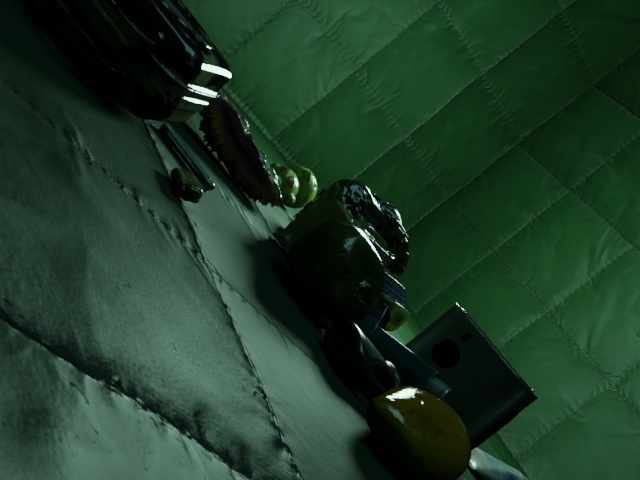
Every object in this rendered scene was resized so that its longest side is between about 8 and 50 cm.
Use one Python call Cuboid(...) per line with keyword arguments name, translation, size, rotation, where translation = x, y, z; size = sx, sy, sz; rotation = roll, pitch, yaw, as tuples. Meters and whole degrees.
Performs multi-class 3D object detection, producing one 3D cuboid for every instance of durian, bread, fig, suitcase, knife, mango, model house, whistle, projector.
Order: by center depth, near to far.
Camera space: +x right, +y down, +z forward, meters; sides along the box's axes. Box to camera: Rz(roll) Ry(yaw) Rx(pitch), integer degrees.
Cuboid(name="bread", translation=(-0.225, -0.092, 1.454), size=(0.049, 0.033, 0.088), rotation=(30, 12, -34))
Cuboid(name="mango", translation=(0.165, 0.325, 1.480), size=(0.317, 0.119, 0.176), rotation=(35, 24, -56))
Cuboid(name="suitcase", translation=(-0.341, -0.368, 1.525), size=(0.351, 0.194, 0.339), rotation=(50, 12, 2))
Cuboid(name="knife", translation=(-0.259, -0.163, 1.696), size=(0.162, 0.023, 0.044), rotation=(52, 3, 11))
Cuboid(name="fig", translation=(-0.002, 0.060, 1.799), size=(0.235, 0.203, 0.203), rotation=(3, -32, 40))
Cuboid(name="projector", translation=(0.291, 0.315, 1.901), size=(0.248, 0.249, 0.248), rotation=(52, 5, 22))
Cuboid(name="model house", translation=(0.097, 0.055, 2.001), size=(0.321, 0.261, 0.266), rotation=(41, 13, -33))
Cuboid(name="durian", translation=(-0.208, -0.220, 2.132), size=(0.341, 0.112, 0.191), rotation=(58, -6, -18))
Cuboid(name="whistle", translation=(-0.093, -0.176, 2.622), size=(0.141, 0.141, 0.294), rotation=(53, 7, 17))

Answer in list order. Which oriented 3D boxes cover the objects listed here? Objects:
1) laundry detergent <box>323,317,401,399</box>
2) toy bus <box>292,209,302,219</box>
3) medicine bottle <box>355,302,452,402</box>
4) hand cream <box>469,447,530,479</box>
Cuboid(name="laundry detergent", translation=(0.097, 0.250, 1.644), size=(0.221, 0.078, 0.144), rotation=(51, 6, -33))
Cuboid(name="toy bus", translation=(0.000, 0.000, 2.595), size=(0.235, 0.073, 0.096), rotation=(57, -2, 44))
Cuboid(name="medicine bottle", translation=(0.158, 0.237, 1.779), size=(0.258, 0.124, 0.079), rotation=(39, -35, 25))
Cuboid(name="hand cream", translation=(0.448, 0.605, 2.281), size=(0.248, 0.083, 0.133), rotation=(37, 9, -22))
